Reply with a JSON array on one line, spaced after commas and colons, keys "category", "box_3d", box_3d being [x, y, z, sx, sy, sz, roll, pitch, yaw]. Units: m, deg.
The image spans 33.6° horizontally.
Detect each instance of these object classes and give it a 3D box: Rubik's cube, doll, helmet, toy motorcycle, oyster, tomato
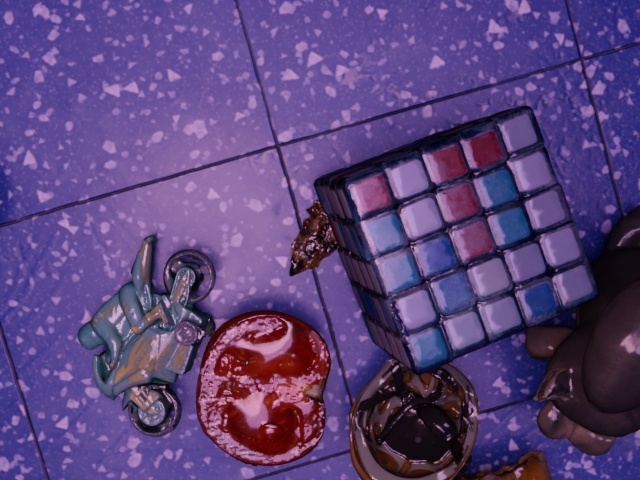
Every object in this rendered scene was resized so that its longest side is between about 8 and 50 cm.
[{"category": "Rubik's cube", "box_3d": [0.183, -0.005, 1.530, 0.287, 0.293, 0.292, -21, 94, -7]}, {"category": "doll", "box_3d": [0.489, 0.122, 1.523, 0.252, 0.378, 0.382, 37, 69, -5]}, {"category": "helmet", "box_3d": [0.149, 0.293, 1.629, 0.198, 0.130, 0.224, 20, 76, 20]}, {"category": "toy motorcycle", "box_3d": [-0.269, 0.141, 1.634, 0.198, 0.109, 0.296, 21, 95, 6]}, {"category": "oyster", "box_3d": [0.000, 0.000, 1.662, 0.086, 0.029, 0.132, 14, 90, -3]}, {"category": "tomato", "box_3d": [-0.088, 0.218, 1.620, 0.200, 0.139, 0.233, 9, 92, -7]}]

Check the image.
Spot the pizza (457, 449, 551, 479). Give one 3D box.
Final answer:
[{"category": "pizza", "box_3d": [0.215, 0.493, 1.664, 0.278, 0.114, 0.409, 25, 92, -5]}]
